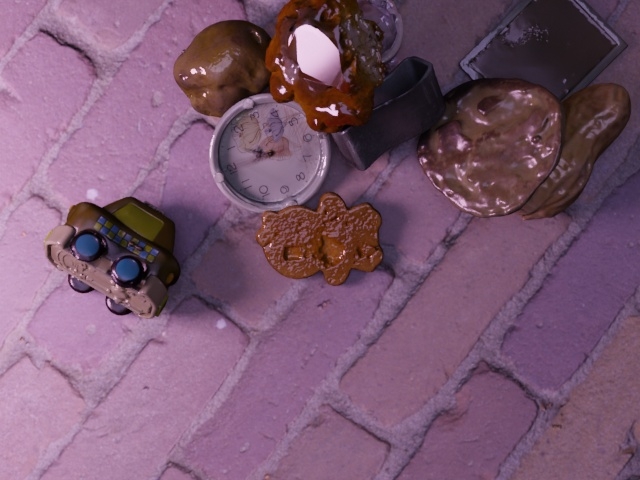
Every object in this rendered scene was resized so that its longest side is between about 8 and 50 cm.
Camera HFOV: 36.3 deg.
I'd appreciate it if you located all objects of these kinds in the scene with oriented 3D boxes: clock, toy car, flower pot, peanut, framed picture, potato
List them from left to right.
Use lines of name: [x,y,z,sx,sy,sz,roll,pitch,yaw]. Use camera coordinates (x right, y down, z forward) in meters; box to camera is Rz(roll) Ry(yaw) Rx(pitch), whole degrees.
toy car: [-0.370,0.011,1.838,0.248,0.204,0.198,30,65,-2]
potato: [-0.178,-0.331,1.857,0.200,0.154,0.137,-36,46,4]
clock: [-0.097,-0.168,1.881,0.236,0.053,0.236,-2,107,-7]
flower pot: [0.126,-0.243,1.860,0.229,0.103,0.108,-32,131,-5]
framed picture: [0.440,-0.367,1.933,0.273,0.016,0.216,-44,91,-2]
peanut: [0.476,-0.174,1.868,0.149,0.149,0.313,39,84,-1]

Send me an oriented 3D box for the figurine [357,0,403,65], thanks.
figurine: [0.063,-0.424,1.861,0.162,0.141,0.237,-42,90,-8]

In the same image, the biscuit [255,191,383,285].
biscuit: [-0.001,0.000,1.895,0.248,0.035,0.184,-6,98,-6]

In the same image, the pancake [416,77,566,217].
pancake: [0.320,-0.180,1.849,0.294,0.049,0.294,-8,74,29]

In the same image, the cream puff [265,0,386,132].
cream puff: [0.008,-0.331,1.743,0.241,0.155,0.269,27,116,23]
